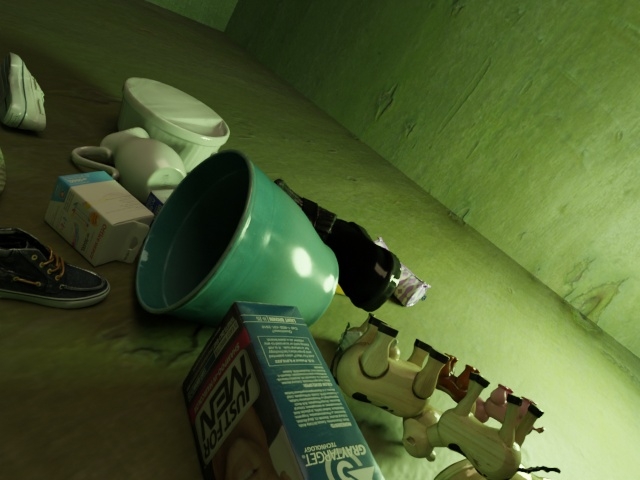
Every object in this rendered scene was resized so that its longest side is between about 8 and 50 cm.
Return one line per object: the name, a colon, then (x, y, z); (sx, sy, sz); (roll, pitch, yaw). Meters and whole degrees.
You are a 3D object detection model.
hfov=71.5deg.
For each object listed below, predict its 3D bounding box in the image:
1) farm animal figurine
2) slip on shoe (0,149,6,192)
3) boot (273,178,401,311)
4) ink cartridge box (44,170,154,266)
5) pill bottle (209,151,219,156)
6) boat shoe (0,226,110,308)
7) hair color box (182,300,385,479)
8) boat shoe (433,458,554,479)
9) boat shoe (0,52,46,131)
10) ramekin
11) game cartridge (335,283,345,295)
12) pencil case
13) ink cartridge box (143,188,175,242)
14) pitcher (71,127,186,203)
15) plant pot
farm animal figurine: (0.161, 0.260, 0.727); (0.327, 0.172, 0.330); (27, -4, 9)
slip on shoe: (-0.583, -0.177, 0.711); (0.101, 0.123, 0.331); (-20, 55, -34)
boot: (-0.002, 0.003, 0.936); (0.260, 0.131, 0.348); (29, 9, -22)
ink cartridge box: (-0.357, -0.033, 0.732); (0.143, 0.092, 0.090); (39, 25, 11)
pill bottle: (-0.250, -0.144, 1.045); (0.065, 0.116, 0.065); (27, 25, -14)
boat shoe: (-0.370, 0.038, 0.595); (0.183, 0.083, 0.065); (13, 32, -40)
hair color box: (-0.043, 0.252, 0.499); (0.105, 0.173, 0.347); (12, 32, -39)
boat shoe: (0.313, 0.430, 0.710); (0.302, 0.109, 0.098); (28, 26, -22)
boat shoe: (-0.624, -0.302, 0.932); (0.076, 0.083, 0.226); (23, 35, -51)
ramekin: (-0.379, -0.284, 1.130); (0.273, 0.127, 0.272); (28, 24, -14)
game cartridge: (-0.043, 0.009, 1.104); (0.324, 0.052, 0.285); (18, 28, -34)
pencil case: (0.202, 0.089, 1.223); (0.206, 0.088, 0.086); (45, 24, 25)
ink cartridge box: (-0.260, -0.054, 0.888); (0.046, 0.097, 0.207); (42, 26, 17)
pitcher: (-0.386, -0.151, 0.907); (0.178, 0.125, 0.207); (-21, 46, -38)
plant pot: (-0.114, 0.034, 0.740); (0.255, 0.272, 0.271); (35, 19, -39)
